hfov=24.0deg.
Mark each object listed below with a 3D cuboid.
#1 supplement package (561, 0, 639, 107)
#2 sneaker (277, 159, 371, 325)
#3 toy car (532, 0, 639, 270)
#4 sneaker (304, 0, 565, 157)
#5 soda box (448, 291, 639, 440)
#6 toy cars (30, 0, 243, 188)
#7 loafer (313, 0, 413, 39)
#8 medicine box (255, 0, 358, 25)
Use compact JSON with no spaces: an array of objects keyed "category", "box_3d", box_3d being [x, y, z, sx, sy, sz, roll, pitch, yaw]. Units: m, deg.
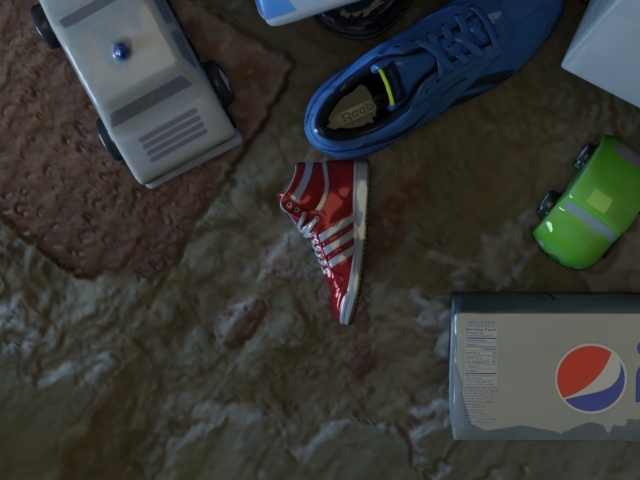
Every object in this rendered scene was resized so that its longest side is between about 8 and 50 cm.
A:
[{"category":"supplement package","box_3d":[0.295,-0.173,0.952,0.194,0.149,0.203,27,72,-3]},{"category":"sneaker","box_3d":[0.000,0.000,1.081,0.067,0.042,0.118,4,88,0]},{"category":"toy car","box_3d":[0.233,-0.074,1.052,0.239,0.053,0.225,36,96,0]},{"category":"sneaker","box_3d":[0.082,-0.123,1.046,0.209,0.082,0.069,-32,91,5]},{"category":"soda box","box_3d":[0.232,0.085,1.045,0.286,0.098,0.091,0,97,4]},{"category":"toy cars","box_3d":[-0.112,-0.232,1.044,0.177,0.087,0.393,13,96,3]},{"category":"loafer","box_3d":[0.055,-0.286,1.023,0.109,0.095,0.302,20,96,2]},{"category":"medicine box","box_3d":[0.075,-0.289,0.829,0.289,0.149,0.263,-13,101,33]}]
